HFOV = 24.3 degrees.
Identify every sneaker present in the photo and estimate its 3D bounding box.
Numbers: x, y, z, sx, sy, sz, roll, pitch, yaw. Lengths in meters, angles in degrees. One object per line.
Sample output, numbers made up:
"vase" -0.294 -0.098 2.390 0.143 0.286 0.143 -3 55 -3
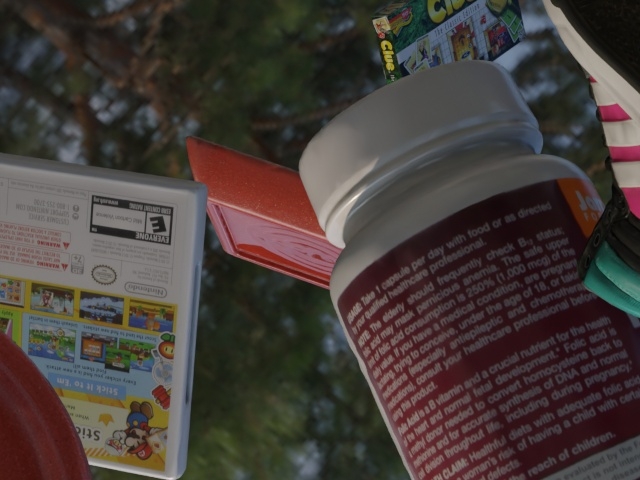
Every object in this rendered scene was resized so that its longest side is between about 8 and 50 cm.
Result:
"sneaker" 0.208 -0.058 0.930 0.178 0.124 0.295 101 -29 -51

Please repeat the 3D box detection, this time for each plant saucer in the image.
"plant saucer" 0.000 0.000 1.405 0.259 0.258 0.047 81 29 -74

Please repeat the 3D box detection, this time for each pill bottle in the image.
"pill bottle" 0.143 0.076 1.131 0.224 0.392 0.224 -22 162 -7

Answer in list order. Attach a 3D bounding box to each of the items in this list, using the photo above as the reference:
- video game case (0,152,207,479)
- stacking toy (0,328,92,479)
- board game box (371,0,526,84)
"video game case" -0.193 0.046 1.022 0.026 0.227 0.206 -37 134 -71
"stacking toy" -0.278 0.130 0.643 0.309 0.279 0.130 -38 172 -46
"board game box" 0.163 -0.263 1.834 0.030 0.136 0.260 5 -148 42
